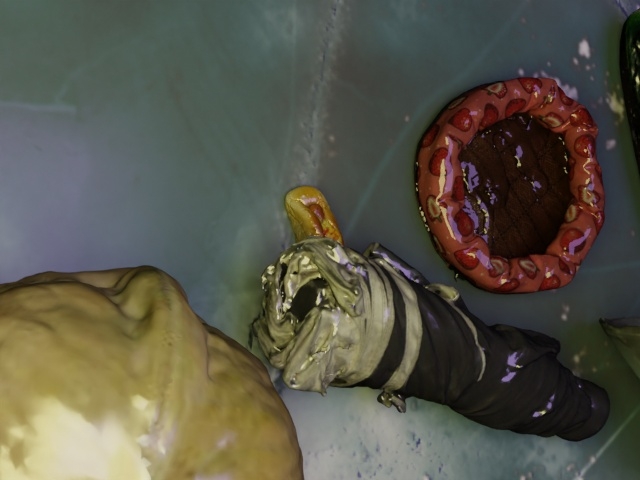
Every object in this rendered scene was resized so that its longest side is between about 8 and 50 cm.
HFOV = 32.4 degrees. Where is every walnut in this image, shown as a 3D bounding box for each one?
[{"bbox_3d":[-0.132,0.131,0.649,0.248,0.248,0.248,5,81,-31],"label":"walnut"}]

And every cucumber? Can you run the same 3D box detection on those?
[{"bbox_3d":[0.333,-0.106,1.056,0.074,0.074,0.241,-15,90,-32],"label":"cucumber"}]

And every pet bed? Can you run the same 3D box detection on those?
[{"bbox_3d":[0.168,-0.046,0.958,0.201,0.053,0.201,2,85,-27],"label":"pet bed"}]

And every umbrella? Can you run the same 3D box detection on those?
[{"bbox_3d":[0.099,0.093,0.876,0.357,0.106,0.113,23,100,-37],"label":"umbrella"}]

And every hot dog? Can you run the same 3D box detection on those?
[{"bbox_3d":[0.000,0.000,0.858,0.030,0.034,0.090,-17,93,-31],"label":"hot dog"}]

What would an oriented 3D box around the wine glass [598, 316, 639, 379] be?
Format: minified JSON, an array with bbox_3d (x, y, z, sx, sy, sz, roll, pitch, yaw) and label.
[{"bbox_3d":[0.388,0.262,0.940,0.267,0.267,0.406,-2,88,-32],"label":"wine glass"}]
